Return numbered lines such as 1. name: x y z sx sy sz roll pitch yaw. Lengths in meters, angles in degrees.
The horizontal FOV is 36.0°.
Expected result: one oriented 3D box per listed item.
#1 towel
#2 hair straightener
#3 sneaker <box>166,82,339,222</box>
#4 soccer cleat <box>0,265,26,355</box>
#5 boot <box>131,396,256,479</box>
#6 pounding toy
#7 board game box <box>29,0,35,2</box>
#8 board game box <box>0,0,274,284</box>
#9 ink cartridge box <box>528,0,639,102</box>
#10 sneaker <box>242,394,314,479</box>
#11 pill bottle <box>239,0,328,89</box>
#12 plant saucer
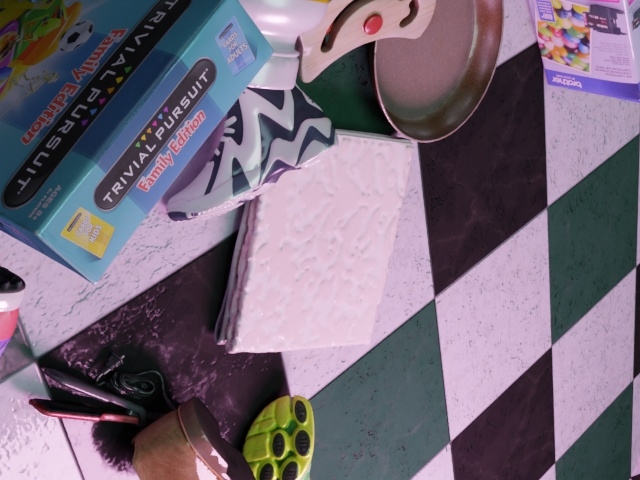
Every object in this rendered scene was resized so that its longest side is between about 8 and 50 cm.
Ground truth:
1. towel: 0.000 0.000 1.437 0.317 0.053 0.331 1 105 -47
2. hair straightener: -0.257 0.190 1.243 0.230 0.047 0.089 26 88 -50
3. sneaker: -0.110 -0.130 1.241 0.235 0.153 0.094 -28 176 6
4. soccer cleat: -0.440 0.086 0.958 0.318 0.109 0.116 -1 111 -50
5. boot: -0.156 0.343 1.358 0.115 0.112 0.305 -27 125 1
6. pounding toy: 0.044 -0.335 1.293 0.269 0.155 0.154 -37 146 -4
7. board game box: -0.248 -0.309 0.964 0.201 0.136 0.035 -45 135 -25
8. board game box: -0.243 -0.131 0.893 0.253 0.336 0.079 -55 138 -15
9. ink cartridge box: 0.462 -0.349 1.684 0.065 0.186 0.311 -52 138 -22
10. sneaker: -0.064 0.377 1.516 0.123 0.110 0.295 -34 130 -81
11. pill bottle: -0.072 -0.346 1.100 0.188 0.188 0.333 -5 110 -47
12. plant saucer: 0.170 -0.305 1.491 0.311 0.050 0.310 -22 123 -39
